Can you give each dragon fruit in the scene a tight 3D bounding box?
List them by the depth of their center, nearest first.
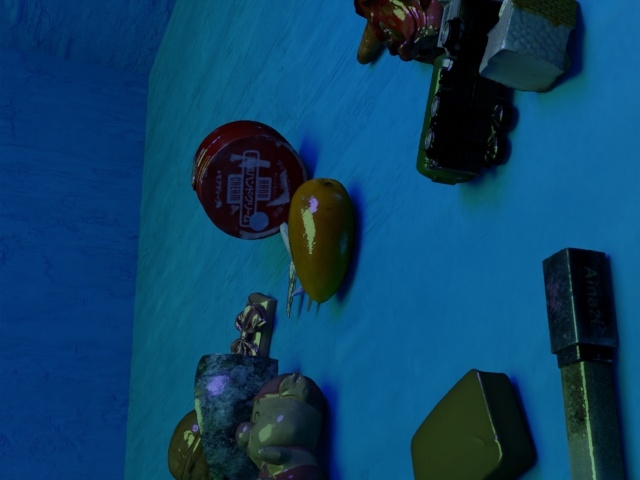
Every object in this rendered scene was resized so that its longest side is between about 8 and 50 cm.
[{"bbox_3d":[0.137,-0.345,1.372,0.262,0.134,0.211,121,144,-46],"label":"dragon fruit"}]

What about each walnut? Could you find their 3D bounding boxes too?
[{"bbox_3d":[-0.237,0.445,2.002,0.167,0.167,0.207,-117,40,-58],"label":"walnut"}]

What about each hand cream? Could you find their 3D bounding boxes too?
[{"bbox_3d":[-0.145,-0.126,1.917,0.149,0.230,0.230,-119,42,-65],"label":"hand cream"}]

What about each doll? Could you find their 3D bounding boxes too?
[{"bbox_3d":[-0.064,0.352,1.594,0.196,0.152,0.255,-41,38,42],"label":"doll"}]

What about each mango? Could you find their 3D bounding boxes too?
[{"bbox_3d":[-0.005,0.000,1.634,0.141,0.102,0.217,0,91,43],"label":"mango"}]

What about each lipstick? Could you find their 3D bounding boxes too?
[{"bbox_3d":[0.263,0.161,0.923,0.051,0.051,0.312,139,135,-58],"label":"lipstick"}]

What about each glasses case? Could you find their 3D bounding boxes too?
[{"bbox_3d":[-0.145,0.209,1.992,0.102,0.070,0.193,-168,87,-69],"label":"glasses case"}]

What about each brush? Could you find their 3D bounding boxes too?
[{"bbox_3d":[0.173,0.248,1.118,0.197,0.059,0.123,119,149,-46],"label":"brush"}]

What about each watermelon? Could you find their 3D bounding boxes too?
[{"bbox_3d":[-0.121,0.355,1.798,0.226,0.148,0.318,-34,-69,-77],"label":"watermelon"}]

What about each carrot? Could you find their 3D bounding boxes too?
[{"bbox_3d":[0.103,-0.363,1.590,0.209,0.061,0.061,125,148,-57],"label":"carrot"}]

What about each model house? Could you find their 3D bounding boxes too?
[{"bbox_3d":[0.244,-0.238,1.104,0.100,0.088,0.100,130,156,-77],"label":"model house"}]

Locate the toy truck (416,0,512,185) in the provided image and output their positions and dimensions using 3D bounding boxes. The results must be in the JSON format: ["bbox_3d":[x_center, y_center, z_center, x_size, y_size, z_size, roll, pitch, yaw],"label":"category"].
[{"bbox_3d":[0.186,-0.189,1.221,0.125,0.101,0.242,-120,39,-78],"label":"toy truck"}]

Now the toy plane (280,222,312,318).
[{"bbox_3d":[-0.039,0.037,1.796,0.226,0.058,0.226,-103,28,-52],"label":"toy plane"}]
